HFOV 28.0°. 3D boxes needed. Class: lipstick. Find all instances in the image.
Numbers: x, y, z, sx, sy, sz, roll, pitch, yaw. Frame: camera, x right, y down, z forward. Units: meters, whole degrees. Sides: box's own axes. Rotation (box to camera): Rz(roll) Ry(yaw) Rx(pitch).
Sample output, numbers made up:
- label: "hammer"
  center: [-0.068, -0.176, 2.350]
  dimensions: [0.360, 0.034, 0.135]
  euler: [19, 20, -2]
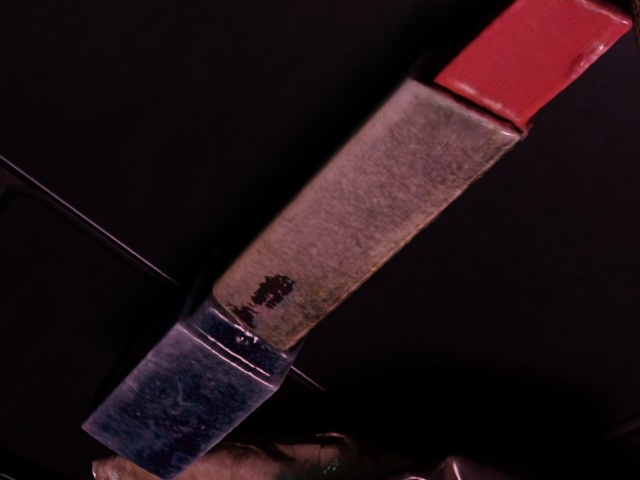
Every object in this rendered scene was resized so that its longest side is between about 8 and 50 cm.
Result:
- label: "lipstick"
  center: [0.000, 0.000, 0.460]
  dimensions: [0.051, 0.051, 0.312]
  euler: [36, 136, -8]

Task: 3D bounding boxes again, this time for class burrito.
- label: "burrito"
  center: [-0.037, 0.105, 0.587]
  dimensions: [0.171, 0.042, 0.051]
  euler: [-8, 159, 39]

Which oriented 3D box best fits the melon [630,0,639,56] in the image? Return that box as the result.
- label: "melon"
  center: [0.139, -0.035, 0.312]
  dimensions: [0.099, 0.099, 0.162]
  euler: [-21, 122, 40]

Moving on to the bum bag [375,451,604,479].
- label: "bum bag"
  center: [0.085, 0.201, 0.590]
  dimensions: [0.144, 0.095, 0.340]
  euler: [-6, 135, 19]

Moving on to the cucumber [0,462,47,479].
- label: "cucumber"
  center: [-0.179, 0.144, 0.699]
  dimensions: [0.181, 0.053, 0.053]
  euler: [22, 139, 2]
